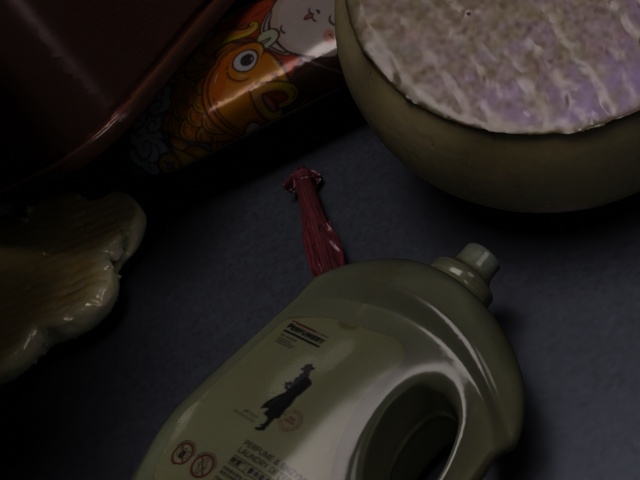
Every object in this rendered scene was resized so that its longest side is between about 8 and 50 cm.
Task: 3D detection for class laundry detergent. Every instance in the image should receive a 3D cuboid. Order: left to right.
[{"bbox_3d":[0.020,0.101,0.769,0.181,0.091,0.253,26,67,43],"label":"laundry detergent"}]

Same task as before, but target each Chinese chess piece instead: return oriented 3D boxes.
[{"bbox_3d":[0.142,-0.149,0.864,0.270,0.112,0.270,-5,62,10],"label":"Chinese chess piece"}]

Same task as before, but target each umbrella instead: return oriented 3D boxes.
[{"bbox_3d":[0.000,0.000,0.928,0.027,0.025,0.165,-41,35,20],"label":"umbrella"}]

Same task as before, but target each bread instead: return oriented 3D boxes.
[{"bbox_3d":[-0.252,0.042,1.032,0.251,0.039,0.182,-7,48,26],"label":"bread"}]

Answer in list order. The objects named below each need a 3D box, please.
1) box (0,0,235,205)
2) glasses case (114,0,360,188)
[{"bbox_3d":[-0.216,-0.222,1.050,0.239,0.229,0.339,-18,29,47],"label":"box"},{"bbox_3d":[-0.011,-0.141,1.025,0.321,0.082,0.122,-26,37,7],"label":"glasses case"}]
